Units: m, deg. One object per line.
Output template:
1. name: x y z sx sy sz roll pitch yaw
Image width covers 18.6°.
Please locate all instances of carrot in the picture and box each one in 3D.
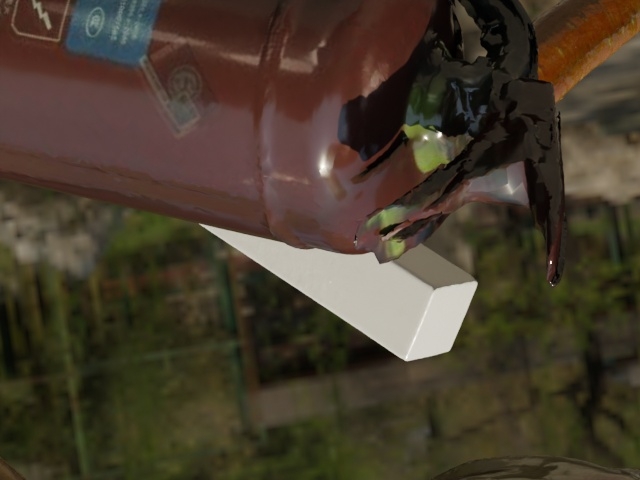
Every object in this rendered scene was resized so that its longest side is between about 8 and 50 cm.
1. carrot: 0.199 -0.160 1.596 0.225 0.067 0.067 -38 -170 -19

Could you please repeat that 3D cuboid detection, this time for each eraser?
1. eraser: -0.001 0.001 1.793 0.298 0.078 0.076 33 -157 30

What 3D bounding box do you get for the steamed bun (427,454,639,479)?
1. steamed bun: 0.145 0.236 1.056 0.324 0.310 0.219 -7 -149 31

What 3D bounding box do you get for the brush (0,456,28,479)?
1. brush: -0.227 0.231 1.128 0.174 0.266 0.166 -22 -169 29

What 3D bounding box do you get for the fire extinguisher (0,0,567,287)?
1. fire extinguisher: -0.078 -0.054 0.584 0.341 0.105 0.141 12 -133 21
